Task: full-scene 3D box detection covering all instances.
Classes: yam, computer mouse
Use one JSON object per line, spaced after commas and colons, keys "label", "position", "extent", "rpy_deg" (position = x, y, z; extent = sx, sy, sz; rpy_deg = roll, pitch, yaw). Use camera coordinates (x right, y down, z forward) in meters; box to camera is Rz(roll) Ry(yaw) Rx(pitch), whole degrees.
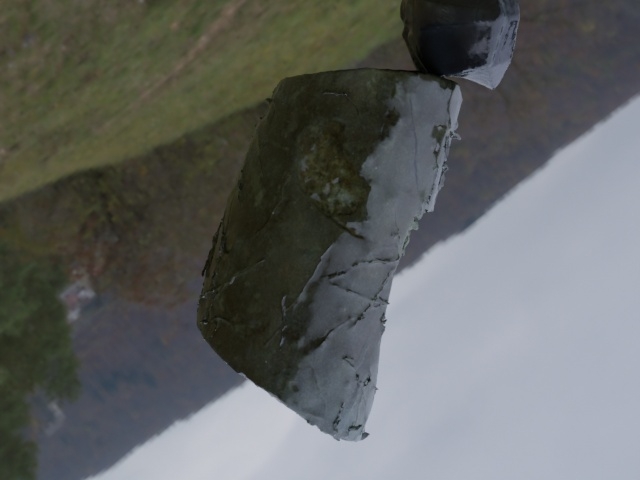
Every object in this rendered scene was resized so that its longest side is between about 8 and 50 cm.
{"label": "yam", "position": [0.000, 0.000, 0.786], "extent": [0.154, 0.154, 0.255], "rpy_deg": [-132, -124, -86]}
{"label": "computer mouse", "position": [0.085, -0.160, 0.771], "extent": [0.062, 0.106, 0.192], "rpy_deg": [-5, -164, -9]}
